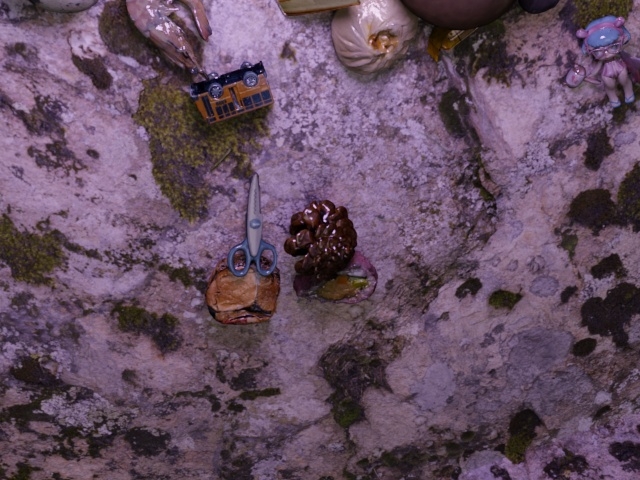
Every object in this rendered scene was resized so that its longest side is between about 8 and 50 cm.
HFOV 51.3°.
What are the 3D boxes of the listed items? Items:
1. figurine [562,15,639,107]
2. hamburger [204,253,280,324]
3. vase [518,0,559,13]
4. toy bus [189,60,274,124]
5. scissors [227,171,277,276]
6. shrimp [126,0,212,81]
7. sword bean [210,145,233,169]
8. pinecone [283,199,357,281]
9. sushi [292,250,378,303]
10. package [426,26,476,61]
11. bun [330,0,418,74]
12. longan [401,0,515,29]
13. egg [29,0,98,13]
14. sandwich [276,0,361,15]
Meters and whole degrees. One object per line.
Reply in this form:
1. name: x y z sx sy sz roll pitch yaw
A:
1. figurine: 0.723 -0.451 1.705 0.205 0.103 0.260 -5 139 38
2. hamburger: -0.221 0.138 1.899 0.230 0.107 0.231 -4 122 -7
3. vase: 0.464 -0.596 1.532 0.182 0.120 0.120 16 122 -2
4. toy bus: -0.207 -0.344 1.566 0.181 0.091 0.103 -18 126 -1
5. scissors: -0.179 -0.039 1.774 0.137 0.041 0.289 -1 106 -15
6. shrimp: -0.310 -0.477 1.470 0.254 0.059 0.145 39 96 -25
7. sword bean: -0.251 -0.210 1.700 0.083 0.012 0.012 -43 123 16
8. pinecone: -0.001 -0.002 1.788 0.202 0.201 0.229 -16 130 -6
9. sushi: 0.055 0.124 1.947 0.241 0.108 0.161 -31 126 20
10. package: 0.307 -0.493 1.585 0.131 0.071 0.047 -36 130 15
11. bun: 0.129 -0.478 1.521 0.222 0.128 0.223 -7 124 -10
12. longan: 0.269 -0.599 1.376 0.288 0.288 0.350 -37 110 14
13. egg: -0.524 -0.528 1.332 0.181 0.141 0.141 -6 126 -11
14. sandwich: -0.020 -0.535 1.417 0.144 0.187 0.117 -31 125 3
